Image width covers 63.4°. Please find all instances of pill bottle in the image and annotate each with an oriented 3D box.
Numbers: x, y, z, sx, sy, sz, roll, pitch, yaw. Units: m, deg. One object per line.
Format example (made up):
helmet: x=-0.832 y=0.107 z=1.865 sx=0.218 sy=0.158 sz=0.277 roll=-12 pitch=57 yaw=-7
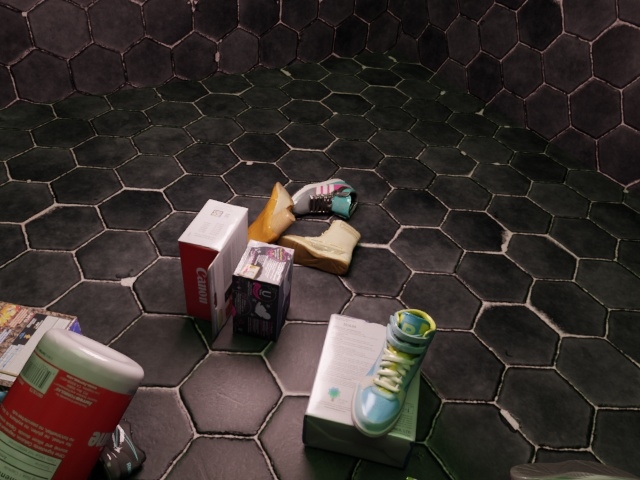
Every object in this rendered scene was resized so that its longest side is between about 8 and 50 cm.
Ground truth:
pill bottle: x=-0.565 y=0.409 z=1.071 sx=0.229 sy=0.229 sz=0.407 roll=22 pitch=76 yaw=18

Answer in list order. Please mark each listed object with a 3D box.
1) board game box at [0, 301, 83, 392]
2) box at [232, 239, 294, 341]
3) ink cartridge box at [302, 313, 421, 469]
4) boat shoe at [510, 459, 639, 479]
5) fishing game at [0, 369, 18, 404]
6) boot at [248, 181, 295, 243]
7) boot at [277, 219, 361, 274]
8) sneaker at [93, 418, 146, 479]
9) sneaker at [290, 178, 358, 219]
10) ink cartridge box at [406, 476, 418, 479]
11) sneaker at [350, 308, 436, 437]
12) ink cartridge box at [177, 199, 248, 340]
board game box: x=-0.808 y=0.299 z=1.337 sx=0.291 sy=0.141 sz=0.232 roll=11 pitch=41 yaw=5
box: x=-0.165 y=0.148 z=1.515 sx=0.142 sy=0.247 sz=0.163 roll=13 pitch=41 yaw=6
ink cartridge box: x=0.127 y=0.362 z=1.380 sx=0.270 sy=0.151 sz=0.395 roll=12 pitch=42 yaw=6
boat shoe: x=0.605 y=0.590 z=1.225 sx=0.320 sy=0.103 sz=0.118 roll=2 pitch=-4 yaw=-10
fishing game: x=-0.718 y=0.429 z=1.154 sx=0.189 sy=0.041 sz=0.264 roll=24 pitch=76 yaw=-8
boot: x=-0.197 y=-0.080 z=1.846 sx=0.211 sy=0.104 sz=0.295 roll=-36 pitch=29 yaw=13
boot: x=0.000 y=0.000 z=1.826 sx=0.262 sy=0.095 sz=0.203 roll=17 pitch=42 yaw=10
sneaker: x=-0.521 y=0.461 z=1.242 sx=0.106 sy=0.101 sz=0.267 roll=-16 pitch=48 yaw=-45
sneaker: x=0.033 y=-0.139 z=1.981 sx=0.295 sy=0.124 sz=0.178 roll=-24 pitch=40 yaw=-32
ink cartridge box: x=0.276 y=0.654 z=1.101 sx=0.255 sy=0.097 sz=0.189 roll=17 pitch=42 yaw=14
sneaker: x=0.171 y=0.284 z=1.207 sx=0.127 sy=0.208 sz=0.319 roll=22 pitch=43 yaw=14
ink cartridge box: x=-0.318 y=0.088 z=1.517 sx=0.130 sy=0.309 sz=0.272 roll=14 pitch=41 yaw=9
